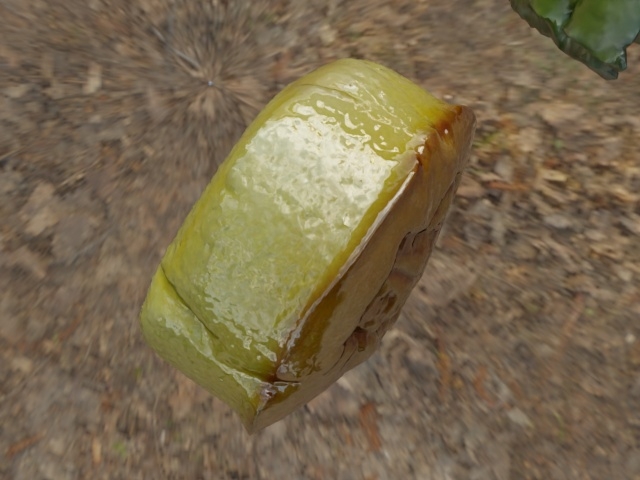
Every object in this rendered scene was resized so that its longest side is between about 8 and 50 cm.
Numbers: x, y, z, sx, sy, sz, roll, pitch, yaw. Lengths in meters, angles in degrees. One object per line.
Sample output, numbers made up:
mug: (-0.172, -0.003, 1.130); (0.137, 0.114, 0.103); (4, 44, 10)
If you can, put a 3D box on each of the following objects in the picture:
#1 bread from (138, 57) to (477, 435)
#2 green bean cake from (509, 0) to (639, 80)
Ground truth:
bread: (0.000, 0.000, 1.149); (0.148, 0.270, 0.270); (35, 92, 6)
green bean cake: (0.297, -0.210, 1.212); (0.319, 0.335, 0.218); (18, 114, -27)
